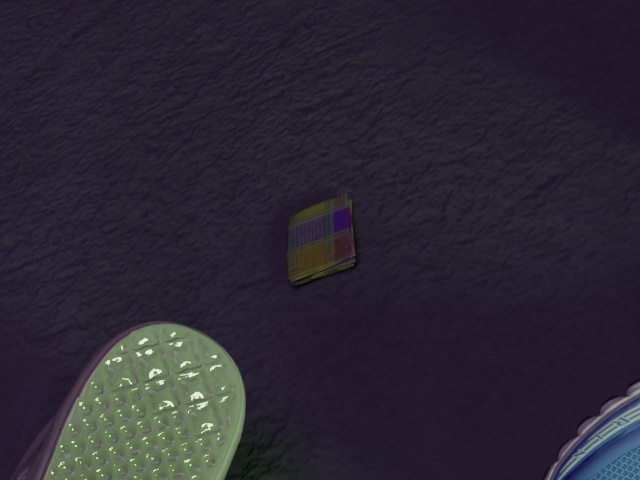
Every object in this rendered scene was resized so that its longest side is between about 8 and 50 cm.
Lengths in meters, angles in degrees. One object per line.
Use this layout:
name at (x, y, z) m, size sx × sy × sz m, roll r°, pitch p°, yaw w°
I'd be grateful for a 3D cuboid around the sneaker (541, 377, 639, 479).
sneaker at (0.278, 0.146, 1.146) m, size 0.330 × 0.129 × 0.147 m, roll -19°, pitch 38°, yaw 17°

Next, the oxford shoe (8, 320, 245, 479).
oxford shoe at (-0.193, 0.260, 1.367) m, size 0.449 × 0.169 × 0.130 m, roll -60°, pitch 3°, yaw -19°

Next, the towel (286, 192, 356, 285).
towel at (0.000, 0.000, 1.591) m, size 0.060 × 0.009 × 0.083 m, roll -22°, pitch 39°, yaw 15°
